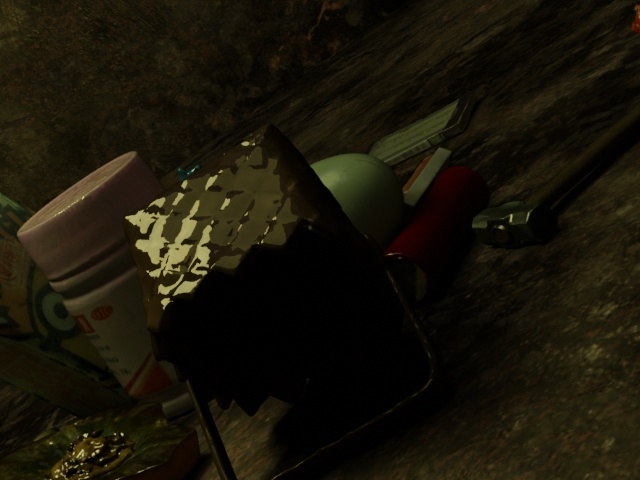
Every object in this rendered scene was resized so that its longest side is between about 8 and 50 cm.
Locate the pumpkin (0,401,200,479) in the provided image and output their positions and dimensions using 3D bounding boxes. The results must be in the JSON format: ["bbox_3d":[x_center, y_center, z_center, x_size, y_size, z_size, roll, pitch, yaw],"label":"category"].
[{"bbox_3d":[-0.266,0.283,1.453,0.258,0.095,0.290,-25,20,-18],"label":"pumpkin"}]

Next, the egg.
[{"bbox_3d":[0.000,0.000,1.591,0.264,0.183,0.183,-48,9,18],"label":"egg"}]

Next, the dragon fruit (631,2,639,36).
[{"bbox_3d":[0.513,-0.341,1.826,0.116,0.086,0.081,-43,37,8],"label":"dragon fruit"}]

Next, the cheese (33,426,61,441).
[{"bbox_3d":[-0.439,0.356,1.686,0.255,0.050,0.127,-39,17,-14],"label":"cheese"}]

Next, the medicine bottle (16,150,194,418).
[{"bbox_3d":[-0.240,0.062,1.676,0.202,0.316,0.202,-31,14,8],"label":"medicine bottle"}]

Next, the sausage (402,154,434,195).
[{"bbox_3d":[0.149,-0.085,1.879,0.158,0.036,0.042,-53,-10,-54],"label":"sausage"}]

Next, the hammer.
[{"bbox_3d":[0.342,-0.109,1.536,0.365,0.043,0.111,-38,15,-24],"label":"hammer"}]

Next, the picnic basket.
[{"bbox_3d":[-0.038,0.083,1.305,0.254,0.291,0.321,-30,58,6],"label":"picnic basket"}]

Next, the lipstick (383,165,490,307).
[{"bbox_3d":[0.142,-0.008,1.558,0.080,0.080,0.241,-23,17,36],"label":"lipstick"}]

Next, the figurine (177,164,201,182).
[{"bbox_3d":[-0.169,0.002,1.937,0.416,0.298,0.243,-27,49,32],"label":"figurine"}]

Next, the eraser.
[{"bbox_3d":[0.135,-0.046,1.679,0.023,0.104,0.150,21,40,15],"label":"eraser"}]

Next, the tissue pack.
[{"bbox_3d":[-0.390,0.098,1.766,0.128,0.311,0.228,-31,43,31],"label":"tissue pack"}]

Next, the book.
[{"bbox_3d":[0.166,-0.179,2.191,0.231,0.026,0.157,-26,19,30],"label":"book"}]
